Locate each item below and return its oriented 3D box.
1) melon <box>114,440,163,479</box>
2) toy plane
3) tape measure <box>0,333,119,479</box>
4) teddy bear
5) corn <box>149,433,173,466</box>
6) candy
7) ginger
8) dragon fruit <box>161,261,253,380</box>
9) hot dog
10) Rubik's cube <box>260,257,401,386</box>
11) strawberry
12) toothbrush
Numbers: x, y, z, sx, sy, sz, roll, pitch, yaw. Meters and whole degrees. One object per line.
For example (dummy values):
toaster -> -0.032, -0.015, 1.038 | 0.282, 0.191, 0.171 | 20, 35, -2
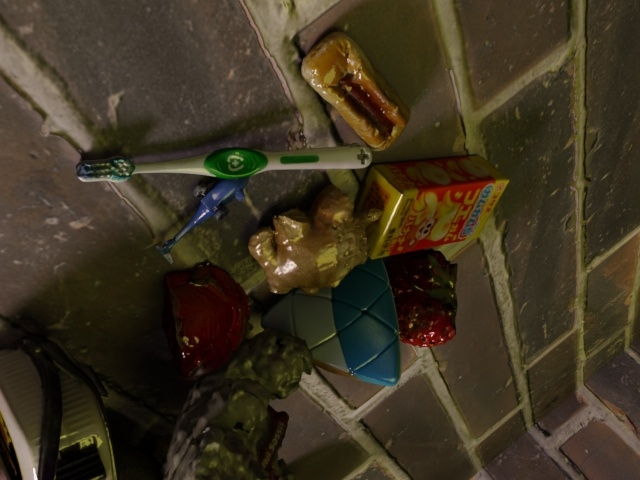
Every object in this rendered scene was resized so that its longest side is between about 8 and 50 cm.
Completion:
melon -> -0.345, 0.449, 1.169 | 0.238, 0.237, 0.301 | -35, 149, -9
toy plane -> -0.157, -0.036, 0.986 | 0.167, 0.054, 0.062 | -43, 171, 2
tape measure -> -0.334, 0.256, 0.935 | 0.133, 0.271, 0.231 | -16, 140, -33
teddy bear -> -0.128, 0.349, 1.073 | 0.225, 0.367, 0.357 | 6, 111, -6
corn -> -0.286, 0.453, 1.360 | 0.097, 0.097, 0.261 | -15, 137, -33
candy -> 0.185, -0.062, 1.252 | 0.276, 0.088, 0.146 | -9, 133, -40
ginger -> 0.000, 0.000, 1.128 | 0.216, 0.102, 0.157 | -27, 116, -10
dragon fruit -> -0.157, 0.115, 1.089 | 0.161, 0.127, 0.120 | -16, 145, -30
hot dog -> 0.062, -0.191, 1.002 | 0.084, 0.073, 0.242 | -41, 146, 8
Rubik's cube -> 0.016, 0.111, 1.260 | 0.255, 0.254, 0.254 | -26, 143, -21
strawberry -> 0.164, 0.115, 1.365 | 0.202, 0.186, 0.184 | -22, 175, 31
toothbrush -> -0.104, -0.101, 0.945 | 0.418, 0.040, 0.042 | -7, 97, -35
